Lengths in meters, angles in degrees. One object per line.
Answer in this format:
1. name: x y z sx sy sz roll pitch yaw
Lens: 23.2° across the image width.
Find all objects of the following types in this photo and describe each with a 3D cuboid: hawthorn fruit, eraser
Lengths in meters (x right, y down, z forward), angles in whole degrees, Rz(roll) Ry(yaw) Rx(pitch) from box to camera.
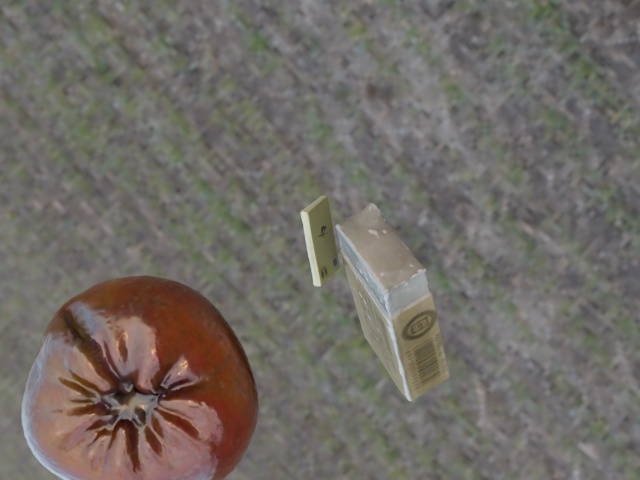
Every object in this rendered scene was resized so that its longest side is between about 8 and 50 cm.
1. hawthorn fruit: -0.209 0.180 1.853 0.277 0.277 0.298 42 -175 5
2. eraser: 0.105 0.093 2.218 0.144 0.078 0.343 54 170 30

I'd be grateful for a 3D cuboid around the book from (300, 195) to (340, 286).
1. book: -0.001 0.000 2.182 0.014 0.077 0.111 -3 108 24
